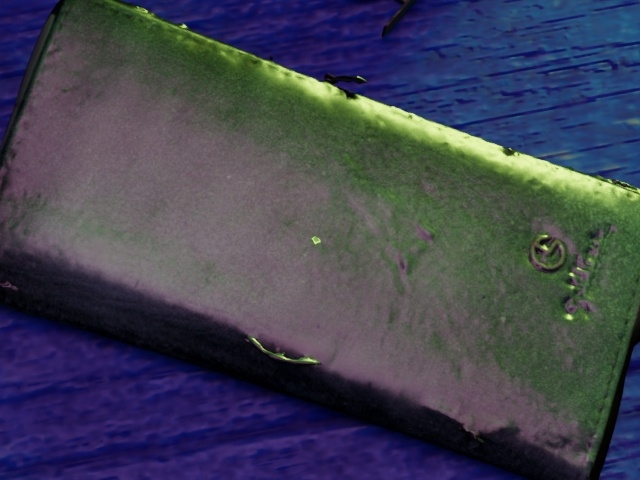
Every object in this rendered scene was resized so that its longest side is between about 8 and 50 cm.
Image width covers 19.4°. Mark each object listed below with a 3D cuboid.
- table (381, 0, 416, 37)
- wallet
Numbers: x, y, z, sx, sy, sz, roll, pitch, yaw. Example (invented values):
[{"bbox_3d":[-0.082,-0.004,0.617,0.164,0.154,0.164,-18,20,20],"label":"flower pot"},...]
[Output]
[{"bbox_3d":[0.037,-0.234,1.125,0.146,0.062,0.175,38,71,7],"label":"table"},{"bbox_3d":[0.000,0.000,1.056,0.379,0.046,0.191,19,74,0],"label":"wallet"}]
